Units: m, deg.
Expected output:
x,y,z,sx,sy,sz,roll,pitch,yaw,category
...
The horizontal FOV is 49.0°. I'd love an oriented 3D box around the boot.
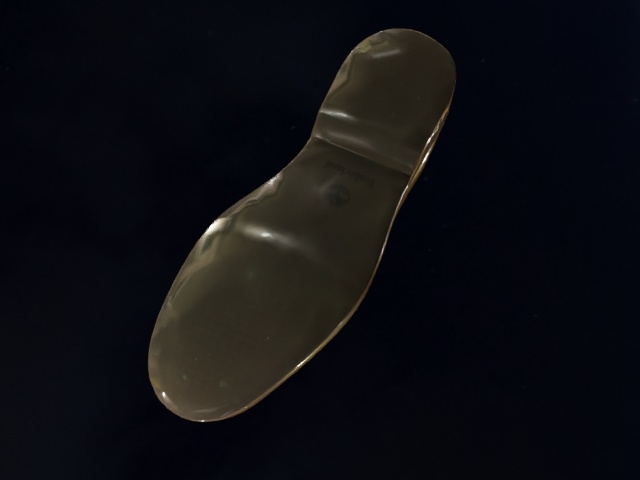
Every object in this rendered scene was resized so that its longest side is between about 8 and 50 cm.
x,y,z,sx,sy,sz,roll,pitch,yaw,category
0.000,0.000,0.502,0.112,0.115,0.305,32,-106,14,boot
